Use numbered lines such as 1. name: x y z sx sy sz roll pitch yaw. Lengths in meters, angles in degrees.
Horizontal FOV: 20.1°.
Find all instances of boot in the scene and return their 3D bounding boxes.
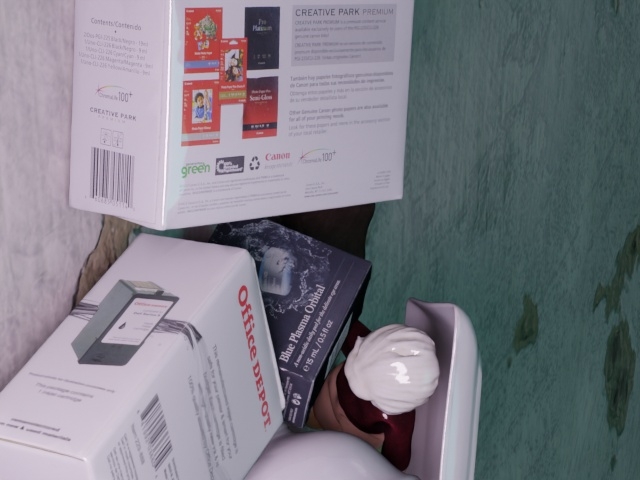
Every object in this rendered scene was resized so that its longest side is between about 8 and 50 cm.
1. boot: 0.000 0.000 1.942 0.248 0.090 0.207 -35 127 -62

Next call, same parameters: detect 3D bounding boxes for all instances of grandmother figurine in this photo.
1. grandmother figurine: 0.052 0.159 1.903 0.104 0.208 0.342 -30 173 -18

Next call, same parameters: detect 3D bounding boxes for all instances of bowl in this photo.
1. bowl: -0.056 0.275 1.799 0.298 0.134 0.298 -34 168 -8

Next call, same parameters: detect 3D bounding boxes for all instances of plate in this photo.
1. plate: 0.121 0.201 1.878 0.278 0.045 0.277 177 -83 -83

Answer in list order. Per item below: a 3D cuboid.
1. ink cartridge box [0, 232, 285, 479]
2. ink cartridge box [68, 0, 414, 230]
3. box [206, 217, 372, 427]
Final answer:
1. ink cartridge box: -0.157 0.161 1.564 0.289 0.121 0.211 -53 143 -45
2. ink cartridge box: -0.063 -0.164 1.612 0.309 0.130 0.272 -8 106 -46
3. box: -0.053 0.072 1.754 0.093 0.158 0.156 101 13 -54
